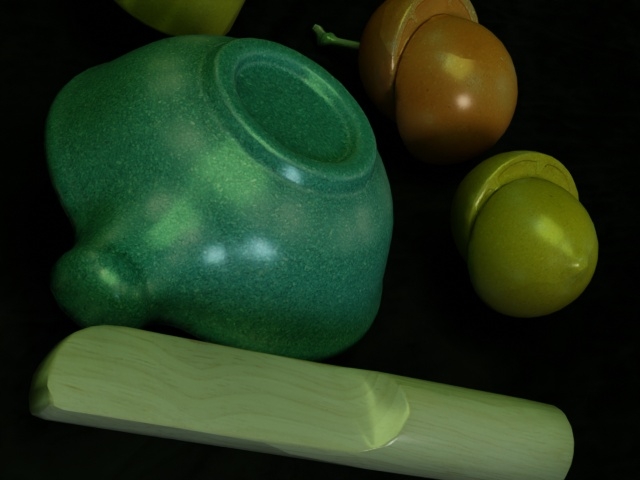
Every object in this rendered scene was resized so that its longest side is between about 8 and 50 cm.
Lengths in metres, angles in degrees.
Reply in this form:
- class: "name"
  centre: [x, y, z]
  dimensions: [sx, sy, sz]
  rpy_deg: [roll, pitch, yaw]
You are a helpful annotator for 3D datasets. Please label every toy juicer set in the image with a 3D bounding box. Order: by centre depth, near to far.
- class: "toy juicer set"
  centre: [0.000, 0.000, 0.675]
  dimensions: [0.209, 0.089, 0.329]
  rpy_deg: [27, 35, -19]
